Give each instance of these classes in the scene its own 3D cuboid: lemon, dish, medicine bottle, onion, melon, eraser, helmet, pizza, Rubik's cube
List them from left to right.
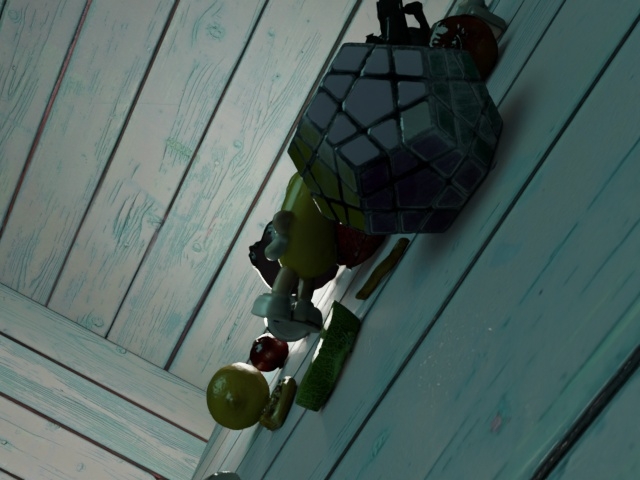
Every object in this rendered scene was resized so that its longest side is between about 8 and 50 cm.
[{"bbox_3d":[-0.233,0.442,1.991,0.187,0.186,0.244,-62,-1,-8],"label":"lemon"},{"bbox_3d":[-0.159,0.352,2.184,0.131,0.131,0.131,-61,3,6],"label":"onion"},{"bbox_3d":[-0.104,0.389,1.633,0.134,0.046,0.175,-60,4,12],"label":"pizza"},{"bbox_3d":[-0.096,0.230,2.057,0.135,0.135,0.215,-62,3,-9],"label":"medicine bottle"},{"bbox_3d":[-0.060,0.064,2.094,0.338,0.270,0.197,-55,50,50],"label":"helmet"},{"bbox_3d":[0.015,0.205,1.257,0.210,0.064,0.118,-65,5,-18],"label":"melon"},{"bbox_3d":[0.109,-0.155,1.047,0.319,0.264,0.319,-61,3,6],"label":"Rubik's cube"},{"bbox_3d":[0.398,-0.598,1.977,0.212,0.077,0.151,-62,2,-12],"label":"dish"},{"bbox_3d":[0.338,-0.458,1.629,0.061,0.089,0.352,-64,3,-9],"label":"eraser"}]

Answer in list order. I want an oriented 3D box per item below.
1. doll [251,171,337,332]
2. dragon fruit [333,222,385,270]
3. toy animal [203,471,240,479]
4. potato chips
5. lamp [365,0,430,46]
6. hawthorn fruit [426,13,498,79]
[{"bbox_3d":[-0.020,0.024,1.687,0.423,0.161,0.348,-57,-37,-26],"label":"doll"},{"bbox_3d":[0.106,-0.006,1.570,0.161,0.127,0.121,16,118,63],"label":"dragon fruit"},{"bbox_3d":[-0.196,0.522,1.253,0.193,0.127,0.178,-57,7,24],"label":"toy animal"},{"bbox_3d":[0.109,0.062,1.311,0.037,0.026,0.204,-60,1,-41],"label":"potato chips"},{"bbox_3d":[0.196,-0.337,1.597,0.374,0.205,0.272,60,-155,-56],"label":"lamp"},{"bbox_3d":[0.289,-0.373,1.415,0.148,0.148,0.172,-61,-24,6],"label":"hawthorn fruit"}]
